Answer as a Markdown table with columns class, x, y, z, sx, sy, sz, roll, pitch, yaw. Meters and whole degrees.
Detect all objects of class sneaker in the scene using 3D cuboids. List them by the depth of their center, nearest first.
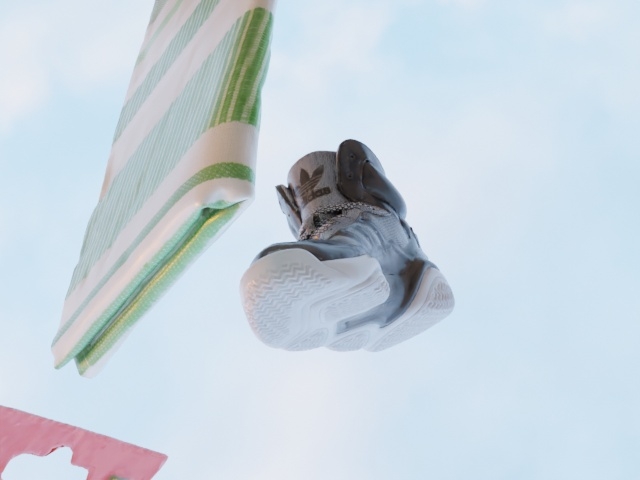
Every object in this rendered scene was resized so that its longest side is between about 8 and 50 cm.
| class | x | y | z | sx | sy | sz | roll | pitch | yaw |
| --- | --- | --- | --- | --- | --- | --- | --- | --- | --- |
| sneaker | 0.000 | 0.000 | 1.440 | 0.101 | 0.268 | 0.153 | -32 | -110 | 21 |

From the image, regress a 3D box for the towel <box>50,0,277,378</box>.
| class | x | y | z | sx | sy | sz | roll | pitch | yaw |
| --- | --- | --- | --- | --- | --- | --- | --- | --- | --- |
| towel | -0.074 | -0.099 | 1.156 | 0.038 | 0.248 | 0.325 | 24 | -128 | -16 |

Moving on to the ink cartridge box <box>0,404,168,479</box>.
| class | x | y | z | sx | sy | sz | roll | pitch | yaw |
| --- | --- | --- | --- | --- | --- | --- | --- | --- | --- |
| ink cartridge box | -0.266 | 0.313 | 1.390 | 0.091 | 0.308 | 0.385 | 39 | -88 | 25 |
